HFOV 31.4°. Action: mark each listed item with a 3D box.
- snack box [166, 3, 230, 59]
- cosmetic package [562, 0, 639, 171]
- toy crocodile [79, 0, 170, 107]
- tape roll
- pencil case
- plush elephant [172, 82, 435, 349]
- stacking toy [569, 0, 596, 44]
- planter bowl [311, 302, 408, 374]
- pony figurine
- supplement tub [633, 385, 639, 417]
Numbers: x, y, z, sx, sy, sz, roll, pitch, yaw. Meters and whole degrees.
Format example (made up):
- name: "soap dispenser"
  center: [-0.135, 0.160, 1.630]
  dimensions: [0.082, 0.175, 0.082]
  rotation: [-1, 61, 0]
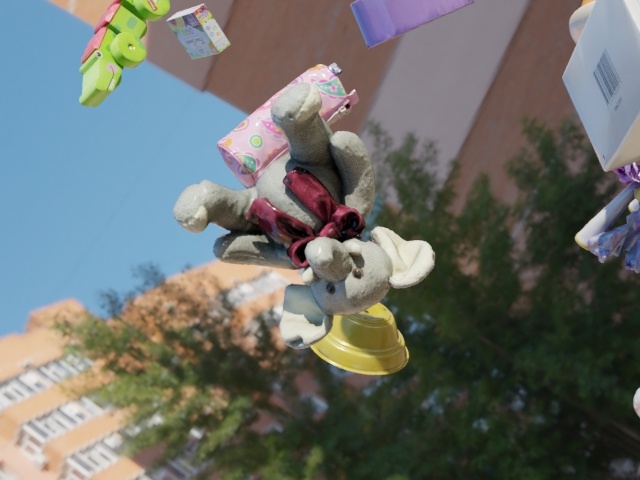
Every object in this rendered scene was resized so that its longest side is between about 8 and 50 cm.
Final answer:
- name: "snack box"
  center: [-0.255, -0.432, 2.362]
  dimensions: [0.037, 0.141, 0.100]
  rotation: [-43, -68, -21]
- name: "cosmetic package"
  center: [0.411, -0.208, 1.236]
  dimensions: [0.224, 0.138, 0.224]
  rotation: [-16, -20, -8]
- name: "toy crocodile"
  center: [-0.369, -0.379, 2.081]
  dimensions: [0.115, 0.105, 0.341]
  rotation: [-30, 33, 46]
- name: "tape roll"
  center: [0.149, -0.386, 1.855]
  dimensions: [0.189, 0.080, 0.189]
  rotation: [-22, 8, 3]
- name: "pencil case"
  center: [-0.064, -0.223, 2.212]
  dimensions: [0.284, 0.124, 0.124]
  rotation: [-39, -24, -14]
- name: "plush elephant"
  center: [0.000, 0.000, 1.603]
  dimensions: [0.272, 0.255, 0.330]
  rotation: [-40, -37, 7]
- name: "stacking toy"
  center: [0.637, -0.556, 2.007]
  dimensions: [0.350, 0.350, 0.480]
  rotation: [29, -112, -71]
- name: "planter bowl"
  center: [0.086, 0.179, 2.333]
  dimensions: [0.217, 0.217, 0.090]
  rotation: [-28, -43, -55]
- name: "pony figurine"
  center: [0.523, -0.118, 1.652]
  dimensions: [0.351, 0.303, 0.363]
  rotation: [-24, -30, -44]
- name: "supplement tub"
  center: [0.757, 0.238, 2.119]
  dimensions: [0.316, 0.228, 0.228]
  rotation: [-54, -20, -12]
